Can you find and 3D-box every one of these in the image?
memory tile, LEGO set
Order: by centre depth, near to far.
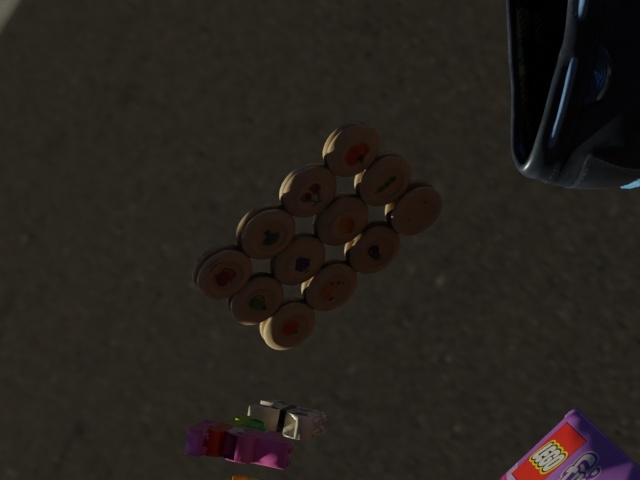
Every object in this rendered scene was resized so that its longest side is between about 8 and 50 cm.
[{"bbox_3d":[0.000,0.000,1.219,0.148,0.113,0.012,-43,45,4],"label":"memory tile"},{"bbox_3d":[-0.030,0.176,1.452,0.093,0.227,0.087,11,94,12],"label":"LEGO set"}]

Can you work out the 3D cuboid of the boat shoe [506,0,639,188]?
[{"bbox_3d":[0.114,-0.153,0.894,0.109,0.089,0.258,152,111,-69],"label":"boat shoe"}]

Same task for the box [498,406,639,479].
[{"bbox_3d":[0.096,0.195,0.852,0.201,0.057,0.293,-44,13,1],"label":"box"}]
